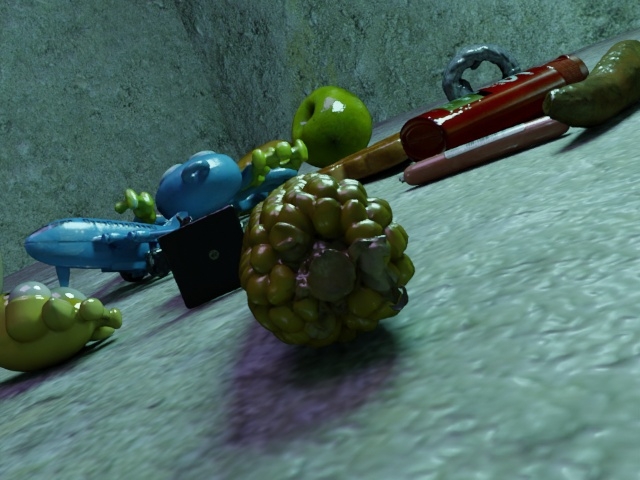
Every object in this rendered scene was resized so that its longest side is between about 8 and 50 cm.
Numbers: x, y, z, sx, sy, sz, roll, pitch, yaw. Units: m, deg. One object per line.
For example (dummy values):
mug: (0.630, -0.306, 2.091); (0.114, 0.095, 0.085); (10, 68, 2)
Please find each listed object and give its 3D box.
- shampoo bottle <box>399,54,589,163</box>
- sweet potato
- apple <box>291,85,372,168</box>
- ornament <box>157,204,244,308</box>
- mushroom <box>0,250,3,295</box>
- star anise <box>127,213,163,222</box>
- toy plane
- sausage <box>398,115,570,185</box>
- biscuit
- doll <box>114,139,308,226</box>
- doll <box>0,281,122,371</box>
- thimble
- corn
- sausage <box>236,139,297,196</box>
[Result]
shampoo bottle: (0.272, -0.201, 1.061); (0.314, 0.076, 0.118); (-26, 7, -22)
sweet potato: (0.336, -0.179, 0.824); (0.075, 0.075, 0.273); (-13, 16, 45)
apple: (0.027, -0.252, 1.595); (0.157, 0.196, 0.196); (18, -9, -24)
ornament: (-0.117, 0.003, 0.776); (0.081, 0.088, 0.203); (-21, 8, -3)
mushroom: (-0.574, 0.070, 0.952); (0.298, 0.297, 0.290); (-24, -14, -12)
star anise: (-0.462, -0.028, 1.825); (0.172, 0.063, 0.208); (-23, 5, -32)
toy plane: (-0.283, 0.011, 1.008); (0.271, 0.104, 0.254); (-12, -1, -44)
sausage: (0.200, -0.110, 0.858); (0.223, 0.029, 0.029); (-19, 10, 19)
biscuit: (0.108, -0.151, 1.243); (0.306, 0.043, 0.284); (-30, 9, -35)
doll: (-0.196, -0.083, 1.221); (0.346, 0.098, 0.341); (-25, -6, -11)
doll: (-0.338, 0.105, 0.703); (0.291, 0.086, 0.117); (-19, -20, 13)
thimble: (0.309, -0.302, 1.344); (0.150, 0.150, 0.097); (-20, 15, 12)
corn: (-0.004, 0.003, 0.502); (0.102, 0.101, 0.313); (-22, 6, 0)
sausage: (-0.138, -0.141, 1.549); (0.134, 0.115, 0.354); (-4, 17, 16)
